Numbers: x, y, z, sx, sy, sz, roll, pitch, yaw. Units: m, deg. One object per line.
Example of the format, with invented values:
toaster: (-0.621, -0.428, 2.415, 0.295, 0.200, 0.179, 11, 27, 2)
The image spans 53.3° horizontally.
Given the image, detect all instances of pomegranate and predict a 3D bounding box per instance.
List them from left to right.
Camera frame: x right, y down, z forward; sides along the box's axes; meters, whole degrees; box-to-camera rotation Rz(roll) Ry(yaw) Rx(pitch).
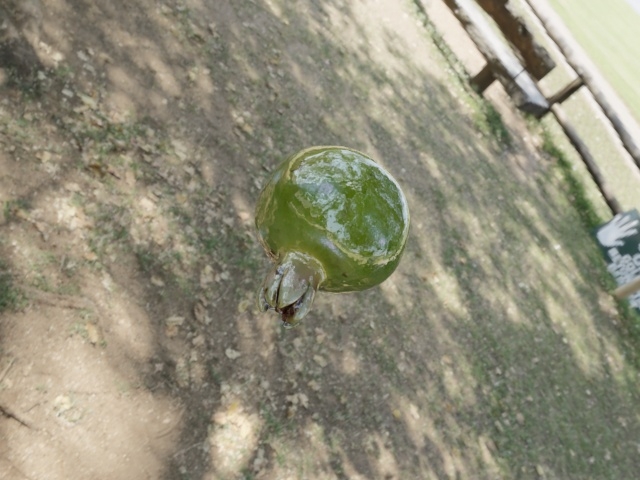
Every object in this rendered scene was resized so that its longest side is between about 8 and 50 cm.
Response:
pomegranate: (0.014, -0.006, 0.711, 0.179, 0.179, 0.211, 27, 38, -25)
